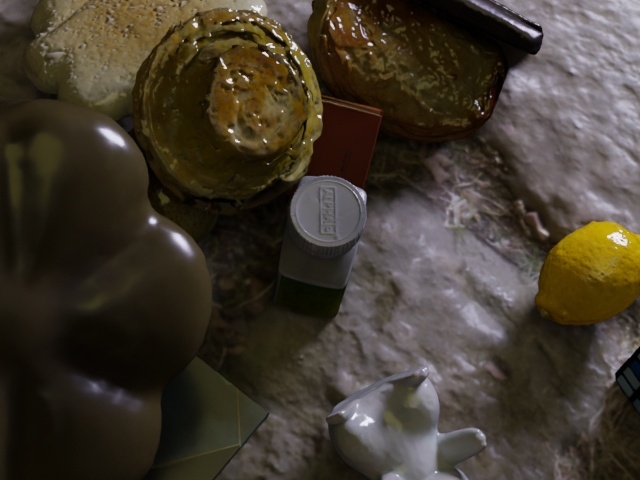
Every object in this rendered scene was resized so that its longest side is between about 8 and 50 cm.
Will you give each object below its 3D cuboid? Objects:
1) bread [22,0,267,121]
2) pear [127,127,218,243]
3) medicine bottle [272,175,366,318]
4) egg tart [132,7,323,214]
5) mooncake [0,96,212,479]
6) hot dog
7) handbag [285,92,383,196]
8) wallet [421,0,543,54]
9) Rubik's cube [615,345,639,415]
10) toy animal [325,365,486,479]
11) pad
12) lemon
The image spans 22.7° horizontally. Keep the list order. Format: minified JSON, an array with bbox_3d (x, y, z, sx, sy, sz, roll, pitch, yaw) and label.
[{"bbox_3d":[-0.212,-0.251,1.934,0.316,0.054,0.316,-4,46,4],"label":"bread"},{"bbox_3d":[-0.199,-0.057,1.880,0.167,0.136,0.167,1,64,-2],"label":"pear"},{"bbox_3d":[0.000,0.000,1.848,0.088,0.188,0.132,14,70,0],"label":"medicine bottle"},{"bbox_3d":[-0.093,-0.147,1.805,0.241,0.106,0.241,1,89,-29],"label":"egg tart"},{"bbox_3d":[-0.354,0.072,1.631,0.467,0.262,0.467,-4,98,-31],"label":"mooncake"},{"bbox_3d":[0.096,-0.226,1.981,0.259,0.114,0.175,25,68,-9],"label":"hot dog"},{"bbox_3d":[-0.031,-0.119,1.932,0.190,0.063,0.127,15,106,1],"label":"handbag"},{"bbox_3d":[0.176,-0.298,1.990,0.229,0.182,0.049,29,99,3],"label":"wallet"},{"bbox_3d":[0.476,0.163,1.833,0.187,0.184,0.182,-27,74,-15],"label":"Rubik's cube"},{"bbox_3d":[0.123,0.275,1.784,0.140,0.138,0.282,-30,76,-19],"label":"toy animal"},{"bbox_3d":[-0.202,0.187,1.860,0.243,0.004,0.163,37,71,9],"label":"pad"},{"bbox_3d":[0.323,0.042,1.903,0.155,0.114,0.114,-34,76,-4],"label":"lemon"}]
